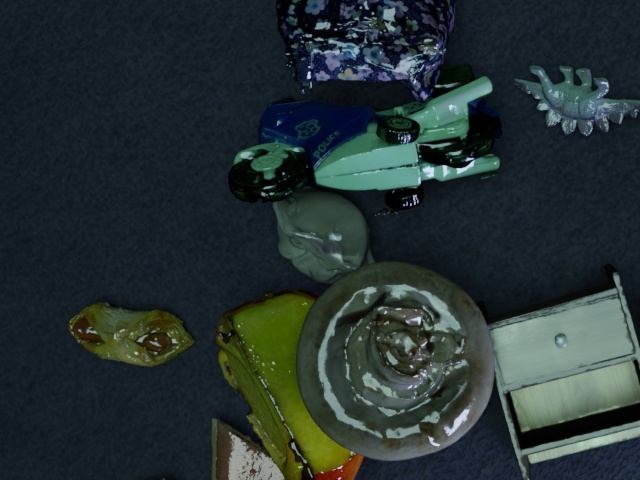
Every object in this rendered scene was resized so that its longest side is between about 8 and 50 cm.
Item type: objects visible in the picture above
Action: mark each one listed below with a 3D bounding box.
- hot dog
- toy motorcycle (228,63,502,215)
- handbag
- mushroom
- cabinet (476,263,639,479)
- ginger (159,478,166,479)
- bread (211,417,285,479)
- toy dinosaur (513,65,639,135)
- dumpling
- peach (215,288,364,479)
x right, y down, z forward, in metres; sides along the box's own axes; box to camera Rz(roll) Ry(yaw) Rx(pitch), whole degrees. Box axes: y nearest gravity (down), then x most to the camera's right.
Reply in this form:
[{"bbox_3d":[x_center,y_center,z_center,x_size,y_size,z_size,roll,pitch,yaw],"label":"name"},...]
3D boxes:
[{"bbox_3d":[-0.246,0.122,1.782,0.169,0.061,0.078,6,94,8],"label":"hot dog"},{"bbox_3d":[0.049,-0.118,1.678,0.331,0.196,0.125,-11,121,-2],"label":"toy motorcycle"},{"bbox_3d":[0.053,-0.263,1.657,0.208,0.228,0.126,10,131,5],"label":"handbag"},{"bbox_3d":[0.085,0.136,1.570,0.227,0.178,0.226,0,86,-6],"label":"mushroom"},{"bbox_3d":[0.295,0.156,1.665,0.175,0.148,0.215,-16,89,8],"label":"cabinet"},{"bbox_3d":[-0.166,0.441,1.782,0.118,0.065,0.298,-35,86,21],"label":"ginger"},{"bbox_3d":[-0.082,0.323,1.760,0.119,0.067,0.192,2,85,1],"label":"bread"},{"bbox_3d":[0.328,-0.165,1.685,0.209,0.039,0.082,13,122,29],"label":"toy dinosaur"},{"bbox_3d":[0.000,0.000,1.711,0.188,0.127,0.108,43,110,1],"label":"dumpling"},{"bbox_3d":[-0.014,0.184,1.704,0.154,0.159,0.267,-29,87,-16],"label":"peach"}]
